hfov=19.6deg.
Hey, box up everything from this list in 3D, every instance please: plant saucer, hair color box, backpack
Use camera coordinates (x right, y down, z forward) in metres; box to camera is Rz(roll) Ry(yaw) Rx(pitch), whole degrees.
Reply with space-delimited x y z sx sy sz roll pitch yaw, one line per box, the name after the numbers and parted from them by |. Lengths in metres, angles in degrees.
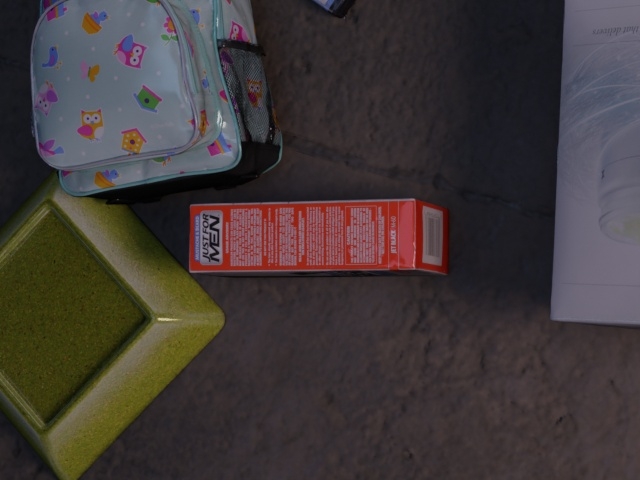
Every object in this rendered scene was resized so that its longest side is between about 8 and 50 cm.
-0.199 0.058 1.416 0.188 0.045 0.188 -46 75 11 | plant saucer
0.000 0.000 1.326 0.167 0.093 0.053 0 87 19 | hair color box
-0.128 -0.131 1.353 0.166 0.144 0.188 -9 81 24 | backpack

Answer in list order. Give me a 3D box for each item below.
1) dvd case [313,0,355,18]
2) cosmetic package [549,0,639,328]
-0.031 -0.309 1.391 0.253 0.022 0.180 37 98 17 | dvd case
0.275 -0.051 1.171 0.224 0.138 0.224 0 88 45 | cosmetic package
